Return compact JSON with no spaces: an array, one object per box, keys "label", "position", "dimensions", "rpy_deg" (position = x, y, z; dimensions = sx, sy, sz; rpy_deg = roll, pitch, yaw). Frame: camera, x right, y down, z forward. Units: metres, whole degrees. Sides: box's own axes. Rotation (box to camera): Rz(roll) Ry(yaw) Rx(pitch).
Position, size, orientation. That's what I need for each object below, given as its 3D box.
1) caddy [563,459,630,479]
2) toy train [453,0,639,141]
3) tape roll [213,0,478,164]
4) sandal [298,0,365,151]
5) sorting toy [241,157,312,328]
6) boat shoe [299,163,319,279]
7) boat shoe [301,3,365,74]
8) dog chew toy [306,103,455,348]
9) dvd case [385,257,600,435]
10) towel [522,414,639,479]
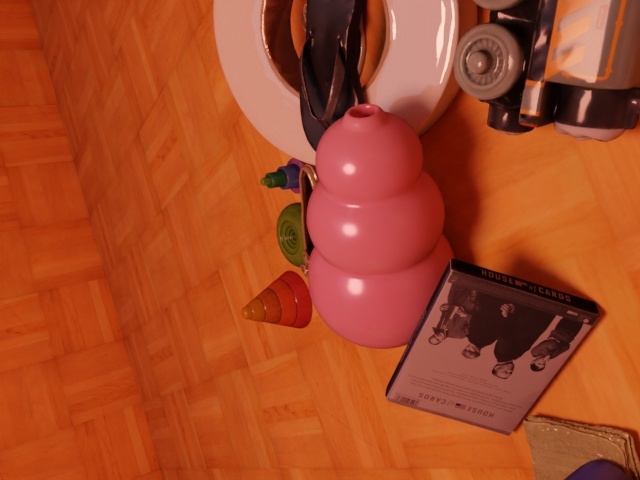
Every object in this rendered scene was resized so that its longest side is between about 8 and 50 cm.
[{"label":"caddy","position":[0.310,0.411,0.632],"dimensions":[0.241,0.179,0.342],"rpy_deg":[13,117,49]},{"label":"toy train","position":[0.247,-0.258,0.581],"dimensions":[0.190,0.142,0.334],"rpy_deg":[23,119,39]},{"label":"tape roll","position":[0.019,-0.295,0.830],"dimensions":[0.391,0.072,0.392],"rpy_deg":[14,116,30]},{"label":"sandal","position":[0.006,-0.225,0.788],"dimensions":[0.097,0.054,0.255],"rpy_deg":[12,116,31]},{"label":"sorting toy","position":[-0.086,0.022,1.147],"dimensions":[0.127,0.126,0.366],"rpy_deg":[37,130,44]},{"label":"boat shoe","position":[0.000,0.000,1.046],"dimensions":[0.104,0.089,0.285],"rpy_deg":[23,119,49]},{"label":"boat shoe","position":[0.022,-0.340,0.913],"dimensions":[0.095,0.079,0.255],"rpy_deg":[34,129,35]},{"label":"dog chew toy","position":[0.072,-0.017,0.791],"dimensions":[0.206,0.206,0.332],"rpy_deg":[36,146,44]},{"label":"dvd case","position":[0.202,0.142,0.755],"dimensions":[0.030,0.179,0.239],"rpy_deg":[-75,3,-53]},{"label":"towel","position":[0.319,0.272,0.735],"dimensions":[0.148,0.027,0.110],"rpy_deg":[-9,94,54]}]
